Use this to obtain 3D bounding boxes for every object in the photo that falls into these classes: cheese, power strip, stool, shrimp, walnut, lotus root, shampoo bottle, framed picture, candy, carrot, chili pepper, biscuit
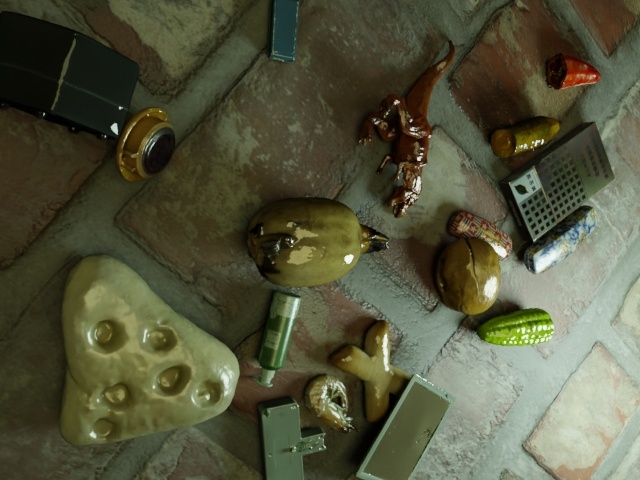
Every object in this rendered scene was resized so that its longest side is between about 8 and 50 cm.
[{"bbox_3d":[-0.310,0.200,1.022,0.328,0.129,0.352,2,98,-21],"label":"cheese"},{"bbox_3d":[-0.076,-0.425,1.092,0.056,0.032,0.123,2,96,-22],"label":"power strip"},{"bbox_3d":[-0.414,-0.254,0.865,0.232,0.232,0.141,18,90,-24],"label":"stool"},{"bbox_3d":[0.033,0.382,1.245,0.180,0.041,0.099,50,63,-19],"label":"shrimp"},{"bbox_3d":[0.372,0.098,1.296,0.167,0.087,0.211,-21,115,-8],"label":"walnut"},{"bbox_3d":[0.000,0.000,1.107,0.309,0.182,0.183,-5,99,-25],"label":"lotus root"},{"bbox_3d":[-0.097,0.212,1.153,0.065,0.065,0.205,14,91,-24],"label":"shampoo bottle"},{"bbox_3d":[0.211,0.470,1.310,0.216,0.016,0.274,38,81,-38],"label":"framed picture"},{"bbox_3d":[0.496,0.228,1.387,0.209,0.096,0.097,-4,98,-17],"label":"candy"},{"bbox_3d":[0.509,-0.258,1.334,0.173,0.082,0.082,-22,105,-22],"label":"carrot"},{"bbox_3d":[-0.059,0.456,1.198,0.145,0.061,0.216,-7,100,-21],"label":"power strip"},{"bbox_3d":[0.664,-0.428,1.390,0.168,0.065,0.088,-4,99,-26],"label":"chili pepper"},{"bbox_3d":[0.134,0.310,1.268,0.164,0.047,0.208,-35,109,-17],"label":"biscuit"}]

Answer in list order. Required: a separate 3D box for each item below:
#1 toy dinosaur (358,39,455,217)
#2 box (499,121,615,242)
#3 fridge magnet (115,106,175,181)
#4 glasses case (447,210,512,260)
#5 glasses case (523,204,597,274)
[{"bbox_3d":[0.193,-0.267,1.193,0.208,0.097,0.433,12,96,-37],"label":"toy dinosaur"},{"bbox_3d":[0.627,-0.156,1.415,0.324,0.047,0.181,-34,108,-16],"label":"box"},{"bbox_3d":[-0.312,-0.170,0.975,0.063,0.143,0.143,26,85,13],"label":"fridge magnet"},{"bbox_3d":[0.403,-0.013,1.337,0.194,0.049,0.073,25,86,-24],"label":"glasses case"},{"bbox_3d":[0.637,-0.002,1.426,0.247,0.065,0.087,-34,120,-17],"label":"glasses case"}]
